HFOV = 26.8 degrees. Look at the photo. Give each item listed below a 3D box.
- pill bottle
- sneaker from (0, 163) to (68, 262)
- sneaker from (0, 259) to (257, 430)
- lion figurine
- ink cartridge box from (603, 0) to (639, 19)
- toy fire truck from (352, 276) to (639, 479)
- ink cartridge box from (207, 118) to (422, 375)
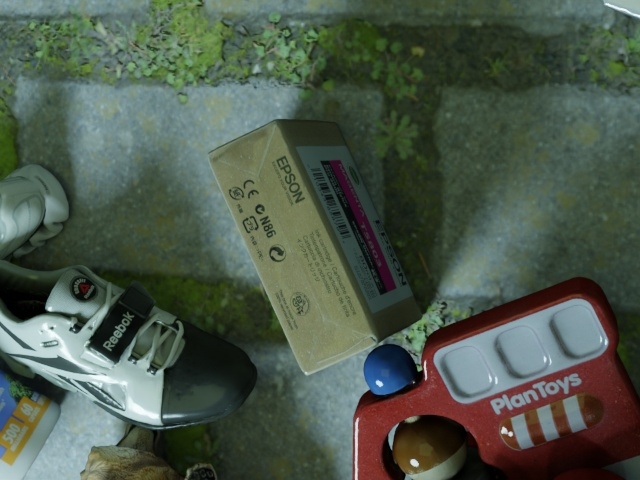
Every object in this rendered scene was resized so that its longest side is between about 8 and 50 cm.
[{"bbox_3d":[-0.442,0.180,1.493,0.272,0.152,0.152,33,107,-9],"label":"pill bottle"},{"bbox_3d":[-0.417,0.028,1.533,0.110,0.118,0.292,46,109,8],"label":"sneaker"},{"bbox_3d":[-0.231,0.102,1.441,0.330,0.122,0.146,12,143,17],"label":"sneaker"},{"bbox_3d":[-0.087,0.335,1.420,0.392,0.240,0.142,38,69,1],"label":"lion figurine"},{"bbox_3d":[0.376,-0.249,1.234,0.191,0.082,0.139,24,103,18],"label":"ink cartridge box"},{"bbox_3d":[0.164,0.184,1.271,0.302,0.169,0.254,-21,107,20],"label":"toy fire truck"},{"bbox_3d":[0.000,0.000,1.336,0.088,0.193,0.234,-26,87,18],"label":"ink cartridge box"}]
